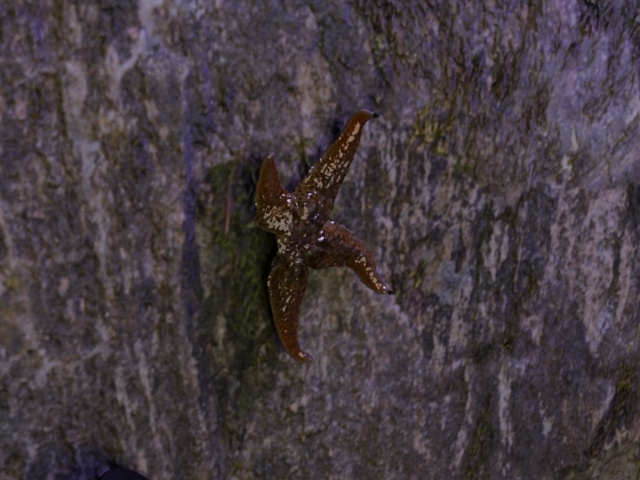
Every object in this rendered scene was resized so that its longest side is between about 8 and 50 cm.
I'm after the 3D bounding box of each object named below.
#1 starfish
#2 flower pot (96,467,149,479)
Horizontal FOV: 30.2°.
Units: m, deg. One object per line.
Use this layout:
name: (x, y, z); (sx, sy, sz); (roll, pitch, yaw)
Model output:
starfish: (0.000, -0.001, 1.181); (0.138, 0.050, 0.247); (-21, 124, -24)
flower pot: (-0.194, 0.364, 1.101); (0.166, 0.269, 0.269); (-29, 122, 4)
